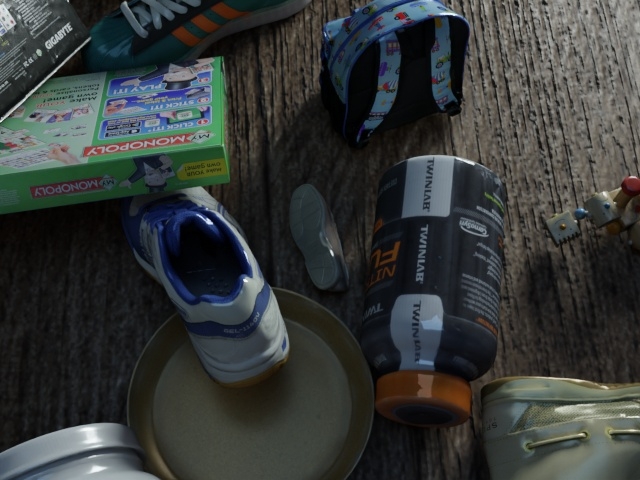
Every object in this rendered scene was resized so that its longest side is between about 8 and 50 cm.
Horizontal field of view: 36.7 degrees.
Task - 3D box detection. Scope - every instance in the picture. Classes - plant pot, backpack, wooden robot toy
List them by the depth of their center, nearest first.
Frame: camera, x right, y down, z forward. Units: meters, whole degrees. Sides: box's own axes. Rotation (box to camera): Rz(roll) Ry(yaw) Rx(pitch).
[{"bbox_3d":[-0.066,0.157,0.931,0.236,0.032,0.236,0,64,0],"label":"plant pot"},{"bbox_3d":[0.327,-0.021,1.003,0.173,0.076,0.079,-21,76,-10],"label":"wooden robot toy"},{"bbox_3d":[0.077,-0.200,1.033,0.158,0.173,0.117,-20,65,-9],"label":"backpack"}]

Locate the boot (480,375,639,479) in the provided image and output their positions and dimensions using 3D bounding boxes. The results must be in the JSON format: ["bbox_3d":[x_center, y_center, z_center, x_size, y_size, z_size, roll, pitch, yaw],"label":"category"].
[{"bbox_3d":[0.272,0.231,0.856,0.262,0.095,0.203,4,63,4],"label":"boot"}]

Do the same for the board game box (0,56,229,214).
[{"bbox_3d":[-0.255,-0.110,0.999,0.317,0.046,0.213,-7,36,-1],"label":"board game box"}]

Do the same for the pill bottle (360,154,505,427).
[{"bbox_3d":[0.108,0.052,0.929,0.130,0.130,0.245,7,63,3],"label":"pill bottle"}]

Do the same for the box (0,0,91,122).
[{"bbox_3d":[-0.383,-0.227,0.921,0.079,0.257,0.322,-17,29,29],"label":"box"}]

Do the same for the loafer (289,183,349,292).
[{"bbox_3d":[0.000,0.000,1.012,0.045,0.039,0.125,-29,58,23],"label":"loafer"}]

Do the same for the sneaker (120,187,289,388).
[{"bbox_3d":[-0.118,0.000,0.928,0.112,0.131,0.296,-28,48,-15],"label":"sneaker"}]

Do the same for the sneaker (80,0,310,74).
[{"bbox_3d":[-0.143,-0.285,1.105,0.302,0.121,0.108,-29,68,-12],"label":"sneaker"}]

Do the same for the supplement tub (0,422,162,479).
[{"bbox_3d":[-0.179,0.305,0.765,0.191,0.191,0.272,-23,65,-11],"label":"supplement tub"}]
